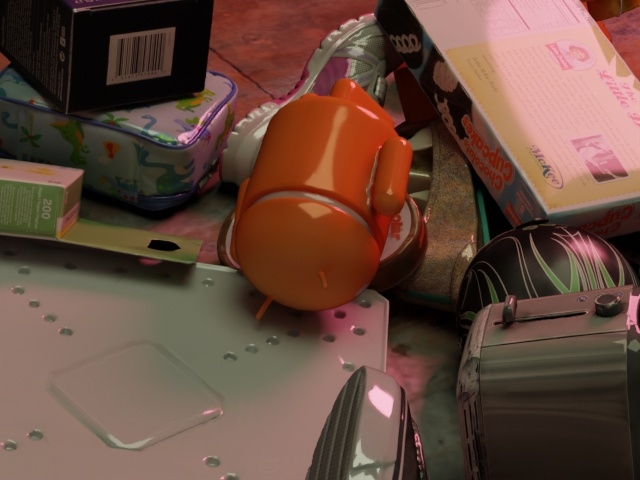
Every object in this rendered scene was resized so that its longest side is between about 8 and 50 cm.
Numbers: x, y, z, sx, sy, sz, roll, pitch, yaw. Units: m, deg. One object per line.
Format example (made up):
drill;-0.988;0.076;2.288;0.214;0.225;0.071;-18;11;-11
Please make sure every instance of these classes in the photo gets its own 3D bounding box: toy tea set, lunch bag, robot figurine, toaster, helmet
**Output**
toy tea set;0.209;-0.181;2.052;0.336;0.124;0.200;-27;10;-18
lunch bag;-0.197;-0.119;1.864;0.219;0.090;0.176;16;34;11
robot figurine;-0.001;-0.032;1.635;0.158;0.128;0.219;9;53;9
toaster;0.188;0.142;1.480;0.146;0.227;0.129;-1;29;15
helmet;0.199;0.073;1.626;0.169;0.169;0.161;-3;18;-18

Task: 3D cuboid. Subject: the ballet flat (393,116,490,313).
ballet flat;0.109;-0.044;1.825;0.106;0.108;0.316;-2;32;6

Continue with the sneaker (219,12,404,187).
sneaker;0.019;-0.118;1.885;0.111;0.103;0.252;38;70;17

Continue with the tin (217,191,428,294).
tin;0.000;0.000;1.717;0.189;0.040;0.106;-6;57;13

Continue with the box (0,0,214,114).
box;-0.218;-0.218;1.835;0.153;0.108;0.207;-13;36;-33

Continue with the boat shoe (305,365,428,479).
boat shoe;0.048;0.238;1.302;0.119;0.121;0.335;16;48;-13

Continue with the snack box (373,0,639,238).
snack box;0.205;-0.137;1.824;0.187;0.060;0.322;-11;53;-26

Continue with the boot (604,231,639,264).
boot;0.276;-0.059;1.873;0.258;0.095;0.123;25;37;5

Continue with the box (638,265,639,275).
box;0.428;0.010;1.584;0.290;0.087;0.169;9;2;44

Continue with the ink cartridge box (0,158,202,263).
ink cartridge box;-0.220;-0.030;1.698;0.235;0.056;0.171;6;7;-2

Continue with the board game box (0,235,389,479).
board game box;-0.147;0.139;1.522;0.389;0.050;0.390;8;33;-1
